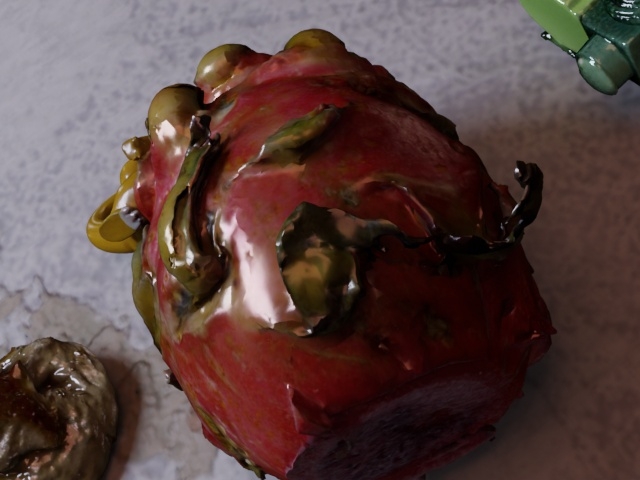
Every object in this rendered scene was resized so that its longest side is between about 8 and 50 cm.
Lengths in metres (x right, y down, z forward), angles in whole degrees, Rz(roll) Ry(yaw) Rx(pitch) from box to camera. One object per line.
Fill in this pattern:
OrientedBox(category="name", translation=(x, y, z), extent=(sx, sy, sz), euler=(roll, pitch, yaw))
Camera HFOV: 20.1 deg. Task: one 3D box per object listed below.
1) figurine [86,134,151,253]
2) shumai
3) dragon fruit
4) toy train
OrientedBox(category="figurine", translation=(-0.098, -0.050, 1.284), extent=(0.122, 0.121, 0.176), euler=(3, 49, 52))
OrientedBox(category="shumai", translation=(-0.212, 0.137, 1.233), extent=(0.123, 0.105, 0.139), euler=(24, 101, 25))
OrientedBox(category="dragon fruit", translation=(0.000, 0.000, 1.121), extent=(0.250, 0.269, 0.291), euler=(-21, 63, -1))
OrientedBox(category="toy train", translation=(0.244, -0.209, 1.220), extent=(0.253, 0.105, 0.157), euler=(-45, 45, -6))
